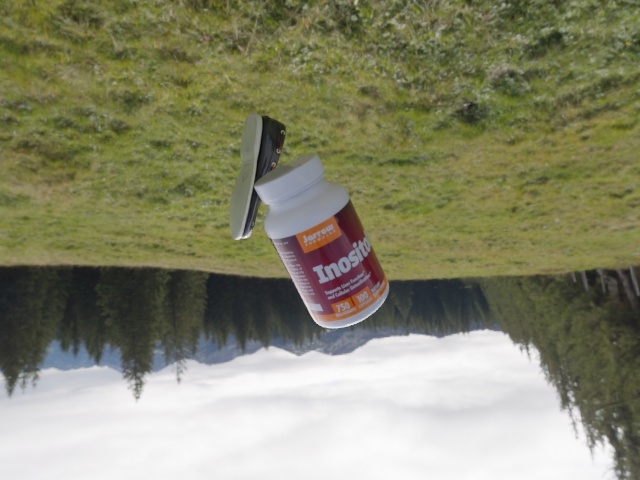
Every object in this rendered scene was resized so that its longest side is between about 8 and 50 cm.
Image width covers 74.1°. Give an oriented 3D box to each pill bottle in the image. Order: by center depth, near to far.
[{"bbox_3d":[0.000,0.000,0.404,0.085,0.152,0.086,-24,-161,9],"label":"pill bottle"}]

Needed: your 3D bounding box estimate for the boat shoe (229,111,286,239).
[{"bbox_3d":[-0.067,-0.064,0.447,0.041,0.133,0.048,8,-172,-36],"label":"boat shoe"}]
